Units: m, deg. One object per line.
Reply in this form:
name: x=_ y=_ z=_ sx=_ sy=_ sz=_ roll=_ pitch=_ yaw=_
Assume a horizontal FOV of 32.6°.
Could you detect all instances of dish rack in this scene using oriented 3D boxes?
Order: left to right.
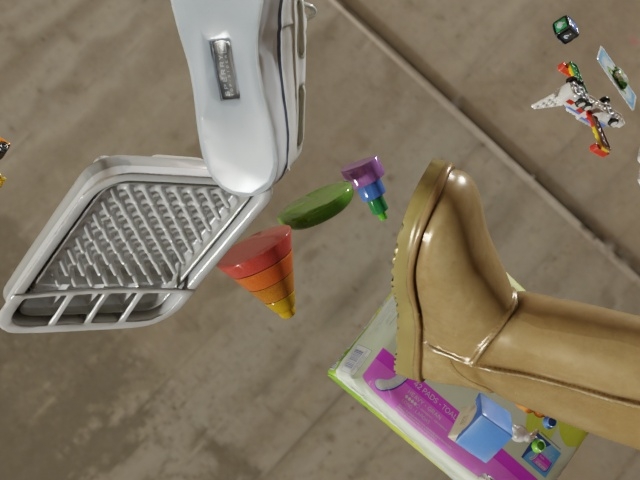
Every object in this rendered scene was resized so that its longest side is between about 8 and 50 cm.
dish rack: x=-0.248 y=-0.001 z=1.421 sx=0.285 sy=0.072 sz=0.333 roll=1 pitch=-37 yaw=-43

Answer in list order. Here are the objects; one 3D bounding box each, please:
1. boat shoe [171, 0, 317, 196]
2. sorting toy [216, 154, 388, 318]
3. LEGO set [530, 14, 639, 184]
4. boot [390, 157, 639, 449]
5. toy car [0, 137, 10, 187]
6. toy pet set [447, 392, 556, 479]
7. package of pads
boat shoe: x=-0.065 y=-0.243 z=1.204 sx=0.135 sy=0.367 sz=0.156 roll=1 pitch=20 yaw=24
sorting toy: x=0.000 y=0.000 z=1.670 sx=0.127 sy=0.126 sz=0.365 roll=-11 pitch=20 yaw=45
LEGO set: x=0.320 y=-0.130 z=1.218 sx=0.060 sy=0.244 sz=0.182 roll=-31 pitch=14 yaw=31
boot: x=0.192 y=0.058 z=0.801 sx=0.236 sy=0.269 sz=0.089 roll=83 pitch=-152 yaw=-51
toy car: x=-0.405 y=-0.092 z=1.295 sx=0.060 sy=0.041 sz=0.122 roll=-34 pitch=-7 yaw=-30
toy pet set: x=0.202 y=0.210 z=1.158 sx=0.122 sy=0.114 sz=0.065 roll=-59 pitch=13 yaw=-23
package of pads: x=0.192 y=0.162 z=1.315 sx=0.229 sy=0.296 sz=0.101 roll=-52 pitch=12 yaw=-13
